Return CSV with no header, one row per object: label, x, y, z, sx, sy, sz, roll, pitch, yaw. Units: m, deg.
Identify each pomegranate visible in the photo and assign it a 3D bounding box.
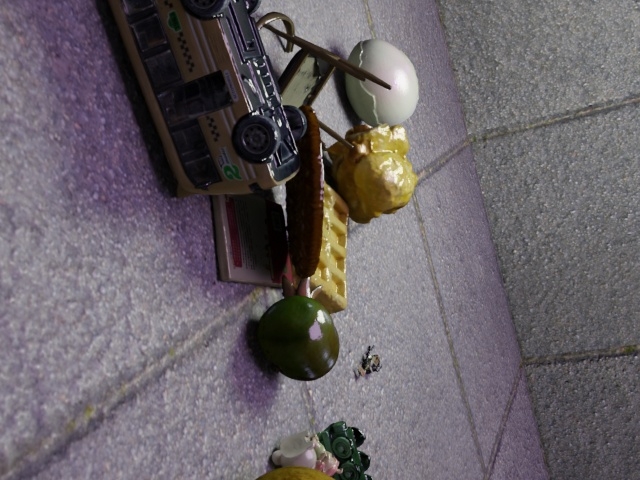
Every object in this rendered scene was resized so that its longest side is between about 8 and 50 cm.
pomegranate,-0.039,0.147,1.310,0.152,0.131,0.191,65,12,-45

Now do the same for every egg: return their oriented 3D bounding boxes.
egg,0.146,-0.398,1.885,0.217,0.183,0.183,57,32,-30

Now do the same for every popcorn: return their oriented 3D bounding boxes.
popcorn,0.114,-0.139,1.661,0.254,0.191,0.190,66,14,-46

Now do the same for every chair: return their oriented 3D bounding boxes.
chair,-0.028,-0.318,1.510,0.272,0.166,0.188,39,19,16

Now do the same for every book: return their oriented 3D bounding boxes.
book,-0.116,-0.002,1.321,0.232,0.022,0.162,13,65,-64

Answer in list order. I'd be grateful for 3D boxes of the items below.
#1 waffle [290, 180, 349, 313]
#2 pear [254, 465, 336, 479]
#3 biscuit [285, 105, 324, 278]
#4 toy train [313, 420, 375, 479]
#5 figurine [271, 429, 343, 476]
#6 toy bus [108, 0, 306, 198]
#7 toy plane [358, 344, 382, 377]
waffle,0.000,0.000,1.532,0.168,0.057,0.274,46,39,-50
pear,-0.029,0.439,1.105,0.209,0.208,0.209,39,45,-55
biscuit,-0.034,-0.083,1.305,0.305,0.038,0.306,179,-90,-81
toy train,0.035,0.416,1.371,0.071,0.111,0.171,-18,93,-67
figurine,-0.012,0.402,1.280,0.081,0.098,0.146,-79,148,-65
toy bus,-0.163,-0.243,1.110,0.177,0.201,0.366,-47,120,-69
toy plane,0.110,0.277,1.689,0.049,0.031,0.120,68,23,-10
